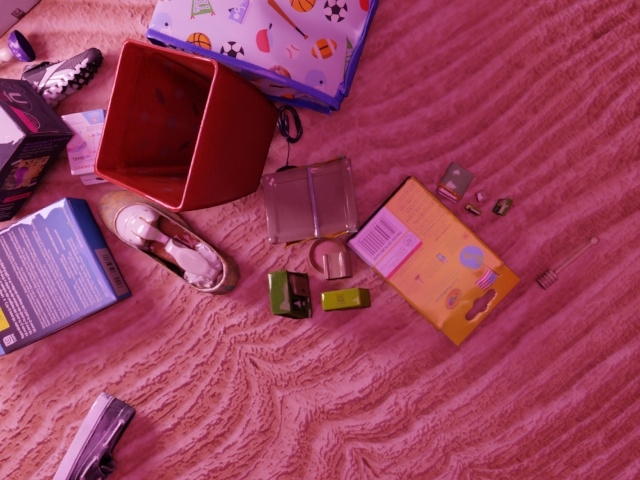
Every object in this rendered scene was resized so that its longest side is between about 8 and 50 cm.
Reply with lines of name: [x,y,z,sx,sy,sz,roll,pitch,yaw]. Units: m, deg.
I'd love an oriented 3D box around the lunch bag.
lunch bag: [-0.090,-0.455,1.290,0.385,0.239,0.328,18,90,7]

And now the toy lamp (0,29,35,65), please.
toy lamp: [-0.748,-0.357,1.382,0.275,0.080,0.080,-26,92,2]

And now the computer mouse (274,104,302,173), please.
computer mouse: [-0.067,-0.170,1.404,0.071,0.041,0.242,1,88,18]

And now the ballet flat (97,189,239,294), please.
ballet flat: [-0.326,0.001,1.373,0.348,0.123,0.123,34,93,0]

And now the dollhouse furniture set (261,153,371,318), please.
dollhouse furniture set: [0.000,0.000,1.343,0.197,0.151,0.301,-9,80,16]

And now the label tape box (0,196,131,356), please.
label tape box: [-0.612,0.086,1.386,0.334,0.106,0.240,-25,91,3]

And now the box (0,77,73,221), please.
box: [-0.660,-0.174,1.312,0.165,0.143,0.270,47,110,6]

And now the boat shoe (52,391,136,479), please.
boat shoe: [-0.493,0.483,1.408,0.102,0.108,0.301,26,86,1]

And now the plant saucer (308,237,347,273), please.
plant saucer: [0.016,0.032,1.418,0.083,0.015,0.083,0,93,0]

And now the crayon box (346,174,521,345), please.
crayon box: [0.235,0.043,1.382,0.318,0.081,0.202,44,93,-1]

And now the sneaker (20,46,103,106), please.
sneaker: [-0.571,-0.345,1.379,0.234,0.078,0.106,-40,94,4]

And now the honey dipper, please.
honey dipper: [0.535,0.045,1.404,0.161,0.030,0.030,-40,91,0]

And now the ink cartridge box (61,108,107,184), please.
ink cartridge box: [-0.474,-0.194,1.378,0.092,0.090,0.143,-10,92,1]

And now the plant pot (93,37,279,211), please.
plant pot: [-0.238,-0.209,1.266,0.267,0.236,0.267,23,101,34]

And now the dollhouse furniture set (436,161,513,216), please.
dollhouse furniture set: [0.326,-0.101,1.385,0.152,0.058,0.076,31,92,-1]

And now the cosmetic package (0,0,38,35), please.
cosmetic package: [-0.641,-0.576,1.300,0.385,0.217,0.156,-39,91,6]
